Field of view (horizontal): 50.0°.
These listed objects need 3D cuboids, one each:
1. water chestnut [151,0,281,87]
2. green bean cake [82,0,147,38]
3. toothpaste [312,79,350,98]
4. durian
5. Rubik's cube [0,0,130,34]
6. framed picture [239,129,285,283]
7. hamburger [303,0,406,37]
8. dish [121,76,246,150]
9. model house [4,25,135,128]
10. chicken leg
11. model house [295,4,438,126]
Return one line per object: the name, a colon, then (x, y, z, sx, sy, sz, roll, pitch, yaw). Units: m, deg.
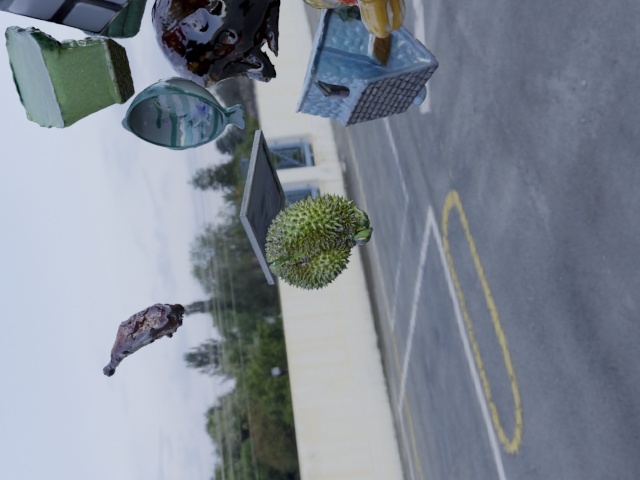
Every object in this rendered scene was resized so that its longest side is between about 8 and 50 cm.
water chestnut: (-0.213, -0.463, 1.479, 0.244, 0.289, 0.289, 32, 143, 32)
green bean cake: (-0.650, -0.659, 1.789, 0.308, 0.300, 0.169, 39, 123, 22)
toothpaste: (0.028, -0.323, 1.481, 0.045, 0.028, 0.170, 54, -157, 6)
durian: (-0.013, -0.007, 1.239, 0.198, 0.159, 0.146, -54, 11, 16)
Rubik's cube: (-0.456, -0.576, 1.147, 0.301, 0.303, 0.305, -26, 74, 42)
framed picture: (-0.134, -0.083, 1.660, 0.232, 0.024, 0.315, 72, -165, -44)
hamburger: (0.068, -0.517, 1.204, 0.261, 0.186, 0.303, -37, -45, -56)
dish: (-0.274, -0.268, 1.381, 0.224, 0.246, 0.078, 90, 176, -65)
model house: (-0.488, -0.338, 1.354, 0.214, 0.189, 0.195, 16, 123, 47)
chicken leg: (-0.336, 0.182, 1.275, 0.093, 0.205, 0.053, 55, -170, -51)
model house: (0.143, -0.467, 1.773, 0.360, 0.339, 0.297, 129, 156, -75)
